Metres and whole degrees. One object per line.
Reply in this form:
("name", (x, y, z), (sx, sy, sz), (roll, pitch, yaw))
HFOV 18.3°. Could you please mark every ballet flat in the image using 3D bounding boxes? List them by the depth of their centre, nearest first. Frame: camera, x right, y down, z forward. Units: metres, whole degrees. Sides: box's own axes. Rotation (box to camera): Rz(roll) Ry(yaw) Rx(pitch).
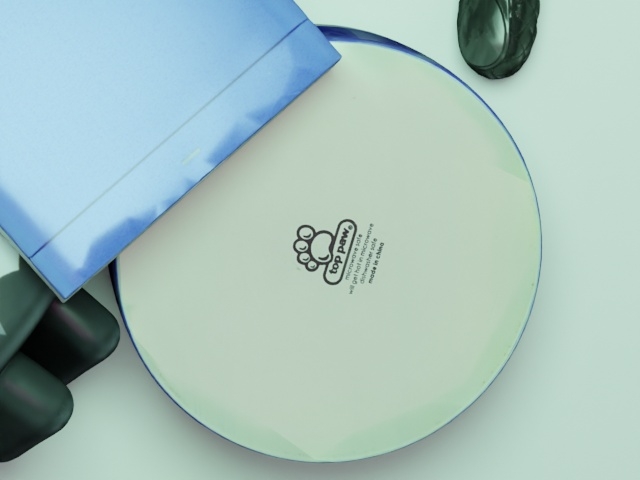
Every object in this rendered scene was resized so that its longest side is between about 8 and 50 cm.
("ballet flat", (0.121, -0.187, 1.257), (0.057, 0.049, 0.173), (15, 94, 23))

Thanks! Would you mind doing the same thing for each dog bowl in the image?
("dog bowl", (0.000, 0.000, 1.234), (0.265, 0.104, 0.265), (-1, 100, -8))

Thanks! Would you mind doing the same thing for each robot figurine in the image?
("robot figurine", (-0.254, 0.009, 1.164), (0.278, 0.209, 0.173), (40, 105, -13))

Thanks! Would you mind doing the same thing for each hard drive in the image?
("hard drive", (-0.170, -0.154, 1.115), (0.210, 0.040, 0.319), (-42, 92, -11))
